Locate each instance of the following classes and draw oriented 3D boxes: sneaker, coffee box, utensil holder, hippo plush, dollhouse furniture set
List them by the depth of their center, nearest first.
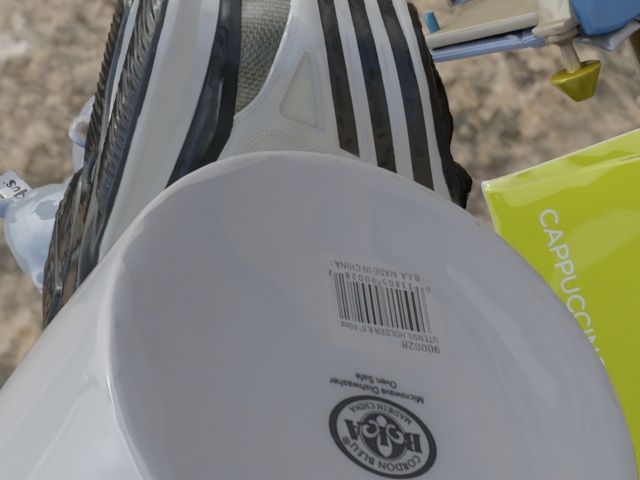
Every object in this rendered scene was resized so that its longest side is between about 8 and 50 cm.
[{"bbox_3d":[-0.057,0.183,1.049,0.385,0.327,0.328,-48,56,44],"label":"utensil holder"},{"bbox_3d":[-0.043,0.009,1.292,0.169,0.257,0.447,-96,21,-43],"label":"sneaker"},{"bbox_3d":[0.383,0.048,1.656,0.338,0.334,0.338,-19,87,23],"label":"coffee box"},{"bbox_3d":[0.218,-0.165,1.735,0.286,0.303,0.198,-9,112,45],"label":"dollhouse furniture set"},{"bbox_3d":[-0.164,-0.042,1.775,0.294,0.234,0.237,44,126,16],"label":"hippo plush"}]
